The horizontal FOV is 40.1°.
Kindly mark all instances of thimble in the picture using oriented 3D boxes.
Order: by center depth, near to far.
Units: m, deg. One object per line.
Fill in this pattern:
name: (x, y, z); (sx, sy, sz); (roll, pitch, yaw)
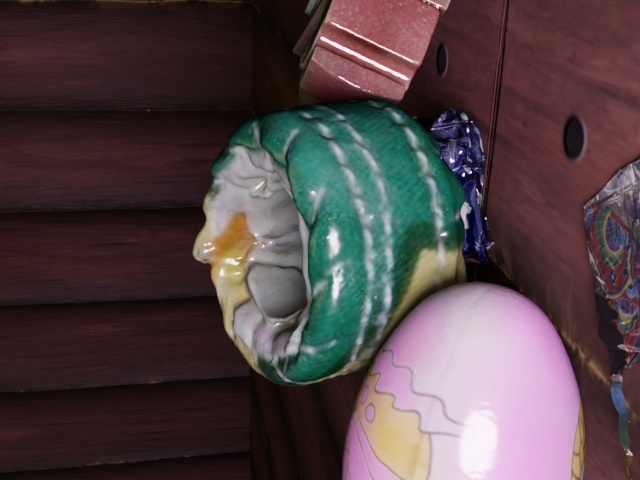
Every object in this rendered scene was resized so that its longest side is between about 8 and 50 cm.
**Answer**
thimble: (0.000, 0.000, 0.831); (0.288, 0.167, 0.254); (-7, 92, 60)

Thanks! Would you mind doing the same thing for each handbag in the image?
handbag: (0.101, -0.051, 0.933); (0.260, 0.113, 0.162); (-170, 69, -77)

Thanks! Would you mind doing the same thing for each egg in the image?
egg: (0.112, 0.168, 0.700); (0.196, 0.196, 0.271); (-113, 18, -62)

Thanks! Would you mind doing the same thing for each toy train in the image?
toy train: (0.044, -0.227, 0.966); (0.304, 0.150, 0.221); (146, 146, -76)

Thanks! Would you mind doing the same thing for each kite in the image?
kite: (0.222, 0.085, 0.582); (0.152, 0.015, 0.285); (129, 137, -74)

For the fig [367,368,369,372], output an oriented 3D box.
fig: (0.110, 0.126, 0.914); (0.128, 0.128, 0.150); (110, 160, -64)
